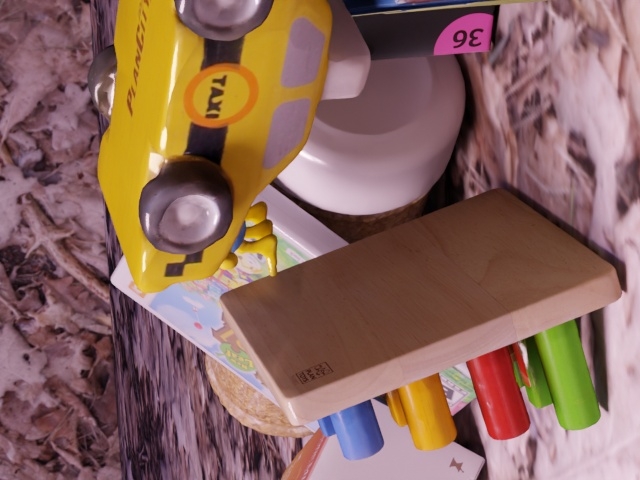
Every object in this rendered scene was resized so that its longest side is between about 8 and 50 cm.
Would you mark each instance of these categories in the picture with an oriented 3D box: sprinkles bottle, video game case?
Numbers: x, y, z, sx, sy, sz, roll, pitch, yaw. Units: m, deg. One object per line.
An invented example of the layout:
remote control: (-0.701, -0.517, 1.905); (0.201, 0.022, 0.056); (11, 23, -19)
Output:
sprinkles bottle: (0.000, 0.000, 1.133); (0.355, 0.121, 0.121); (104, 156, -58)
video game case: (-0.016, 0.046, 1.065); (0.023, 0.212, 0.193); (-54, 2, -29)

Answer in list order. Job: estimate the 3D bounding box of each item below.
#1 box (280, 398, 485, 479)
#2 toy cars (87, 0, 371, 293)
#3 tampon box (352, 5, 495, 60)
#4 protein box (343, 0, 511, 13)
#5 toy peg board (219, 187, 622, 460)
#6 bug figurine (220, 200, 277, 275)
box: (0.011, 0.187, 1.083); (0.130, 0.091, 0.170); (-62, 2, -28)
toy cars: (-0.037, -0.179, 0.674); (0.176, 0.087, 0.394); (171, 95, -69)
tampon box: (0.026, -0.184, 0.922); (0.101, 0.120, 0.161); (-111, 19, -50)
protein box: (0.060, -0.197, 0.727); (0.200, 0.136, 0.201); (-159, 63, -76)
toy peg board: (0.051, 0.055, 0.876); (0.161, 0.160, 0.079); (-133, 23, -70)
bug figurine: (-0.067, -0.126, 0.886); (0.216, 0.072, 0.279); (-110, 16, -59)
